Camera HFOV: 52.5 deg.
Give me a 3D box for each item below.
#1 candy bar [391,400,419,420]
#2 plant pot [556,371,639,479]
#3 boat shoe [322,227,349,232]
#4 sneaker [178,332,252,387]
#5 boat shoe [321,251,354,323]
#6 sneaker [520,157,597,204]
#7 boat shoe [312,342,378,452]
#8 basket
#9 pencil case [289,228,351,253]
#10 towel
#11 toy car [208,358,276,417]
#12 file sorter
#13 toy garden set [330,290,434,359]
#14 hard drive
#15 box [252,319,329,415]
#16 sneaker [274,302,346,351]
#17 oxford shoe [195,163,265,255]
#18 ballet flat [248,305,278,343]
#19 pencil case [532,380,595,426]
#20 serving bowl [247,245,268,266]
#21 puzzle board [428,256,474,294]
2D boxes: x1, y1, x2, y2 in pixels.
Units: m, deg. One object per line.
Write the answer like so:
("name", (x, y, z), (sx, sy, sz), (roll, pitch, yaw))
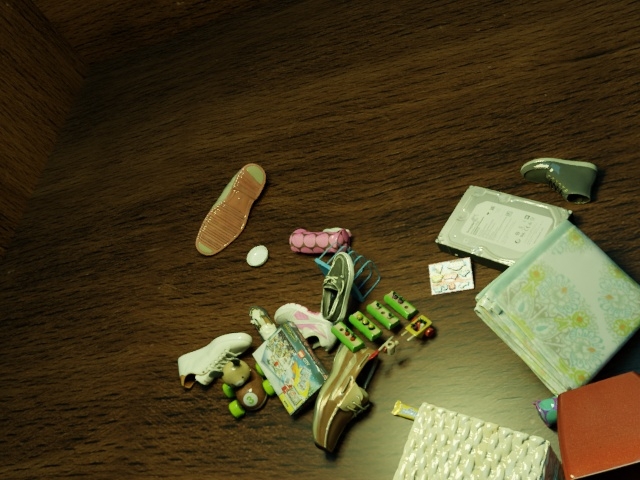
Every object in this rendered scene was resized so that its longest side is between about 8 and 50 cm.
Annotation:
("candy bar", (0.269, 0.472, 1.746), (0.161, 0.018, 0.040), (11, 62, 36))
("plant pot", (0.653, 0.447, 1.398), (0.267, 0.267, 0.235), (-22, 34, 14))
("boat shoe", (0.056, -0.028, 2.247), (0.100, 0.035, 0.035), (1, 30, 35))
("sneaker", (-0.335, 0.398, 2.103), (0.290, 0.106, 0.123), (-29, 50, 22))
("boat shoe", (0.047, 0.136, 1.944), (0.078, 0.070, 0.219), (-6, 70, 38))
("sneaker", (0.705, -0.177, 1.948), (0.222, 0.083, 0.118), (5, 59, 31))
("boat shoe", (0.075, 0.432, 1.821), (0.120, 0.122, 0.324), (6, 60, 28))
("basket", (0.341, 0.586, 1.450), (0.328, 0.266, 0.331), (10, 63, 34))
("pencil case", (0.000, 0.000, 2.213), (0.209, 0.095, 0.098), (2, 41, 34))
("towel", (0.607, 0.161, 1.614), (0.374, 0.090, 0.320), (-37, 77, -19))
("toy car", (-0.247, 0.420, 1.965), (0.155, 0.188, 0.149), (-34, 46, 4))
("file sorter", (0.090, 0.094, 2.072), (0.104, 0.118, 0.170), (-47, 47, -13))
("toy garden set", (0.186, 0.247, 1.882), (0.244, 0.049, 0.204), (-28, 43, -24))
("hard drive", (0.545, -0.028, 1.941), (0.339, 0.064, 0.237), (21, 68, 40))
("box", (-0.085, 0.378, 1.938), (0.159, 0.044, 0.233), (-46, 60, 14))
("sneaker", (-0.048, 0.274, 2.023), (0.252, 0.103, 0.111), (8, 59, 35))
("oxford shoe", (-0.349, -0.114, 2.505), (0.397, 0.140, 0.146), (-55, 18, -10))
("ballet flat", (-0.181, 0.283, 2.116), (0.074, 0.074, 0.203), (-38, 46, -1))
("pencil case", (0.602, 0.392, 1.583), (0.152, 0.064, 0.070), (-30, 62, 6))
("serving bowl", (-0.222, 0.061, 2.338), (0.083, 0.027, 0.083), (-16, 49, 19))
("puzzle board", (0.389, 0.107, 1.941), (0.128, 0.011, 0.096), (-12, 71, 22))
